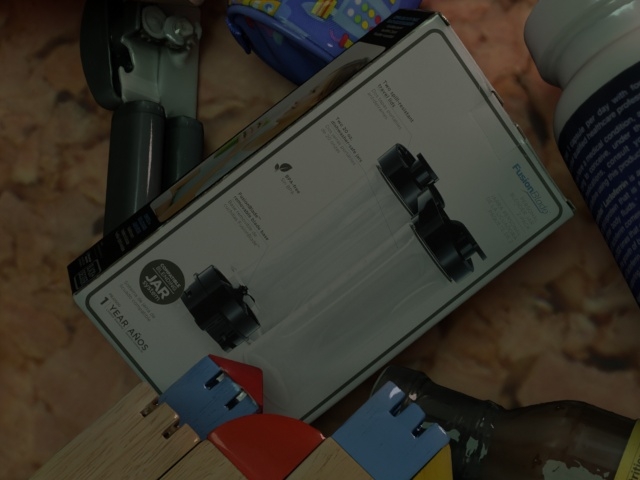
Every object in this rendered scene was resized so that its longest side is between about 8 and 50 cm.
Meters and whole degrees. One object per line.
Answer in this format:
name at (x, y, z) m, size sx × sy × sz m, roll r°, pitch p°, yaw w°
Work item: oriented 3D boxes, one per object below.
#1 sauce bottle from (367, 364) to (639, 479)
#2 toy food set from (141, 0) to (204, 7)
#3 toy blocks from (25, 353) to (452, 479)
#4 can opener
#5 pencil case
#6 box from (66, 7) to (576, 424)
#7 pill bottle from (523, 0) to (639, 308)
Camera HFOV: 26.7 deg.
sauce bottle at (0.190, 0.164, 0.822) m, size 0.344 × 0.111 × 0.111 m, roll 18°, pitch 76°, yaw 19°
toy food set at (-0.162, -0.304, 1.024) m, size 0.220 × 0.092 × 0.306 m, roll 9°, pitch 55°, yaw 14°
toy blocks at (-0.009, 0.197, 0.737) m, size 0.381 × 0.190 × 0.261 m, roll 42°, pitch 67°, yaw 16°
can opener at (-0.129, -0.067, 0.993) m, size 0.093 × 0.074 × 0.280 m, roll -22°, pitch 62°, yaw 40°
pencil case at (0.041, -0.250, 0.985) m, size 0.133 × 0.119 × 0.306 m, roll 23°, pitch 77°, yaw 21°
box at (0.000, 0.000, 0.884) m, size 0.290 × 0.087 × 0.169 m, roll -39°, pitch 107°, yaw -3°
pill bottle at (0.240, -0.052, 0.860) m, size 0.153 × 0.153 × 0.264 m, roll -25°, pitch 69°, yaw 2°
